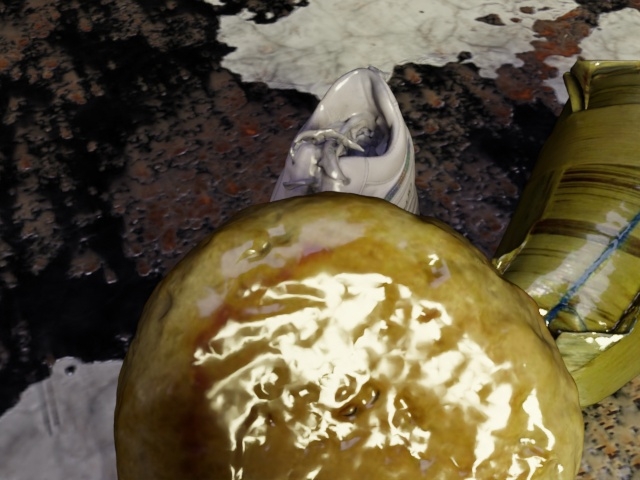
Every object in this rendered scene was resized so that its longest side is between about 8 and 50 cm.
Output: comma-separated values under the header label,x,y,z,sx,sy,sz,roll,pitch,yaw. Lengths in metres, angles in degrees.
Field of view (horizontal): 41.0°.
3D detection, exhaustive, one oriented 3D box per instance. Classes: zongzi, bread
label,x,y,z,sx,sy,sz,roll,pitch,yaw
zongzi,0.260,0.017,0.522,0.289,0.123,0.260,19,54,17
bread,0.010,0.093,0.426,0.230,0.123,0.229,1,84,-9

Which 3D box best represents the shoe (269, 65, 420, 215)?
label,x,y,z,sx,sy,sz,roll,pitch,yaw
shoe,0.000,0.000,0.547,0.095,0.137,0.245,11,47,22
